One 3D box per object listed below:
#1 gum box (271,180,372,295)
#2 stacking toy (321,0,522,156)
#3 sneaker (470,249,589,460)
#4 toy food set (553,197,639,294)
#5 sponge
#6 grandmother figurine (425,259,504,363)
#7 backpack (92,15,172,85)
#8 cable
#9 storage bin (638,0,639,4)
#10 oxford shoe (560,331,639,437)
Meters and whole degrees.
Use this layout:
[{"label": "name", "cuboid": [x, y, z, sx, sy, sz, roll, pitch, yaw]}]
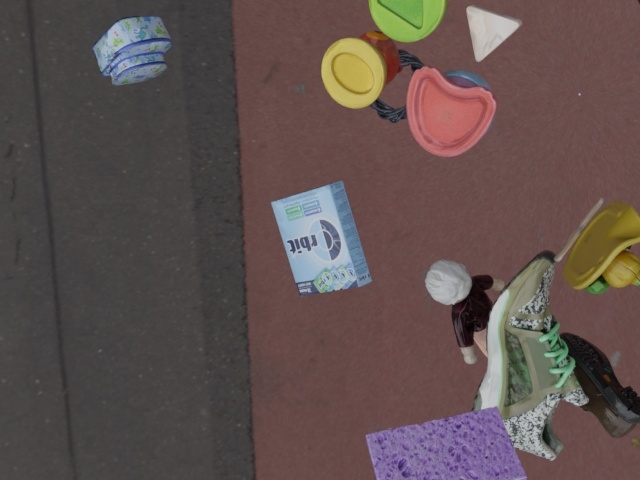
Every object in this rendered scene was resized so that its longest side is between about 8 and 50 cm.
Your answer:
[{"label": "gum box", "cuboid": [0.000, 0.000, 1.310, 0.157, 0.041, 0.184, -14, 94, 46]}, {"label": "stacking toy", "cuboid": [0.186, -0.314, 1.230, 0.309, 0.130, 0.279, 35, 127, 13]}, {"label": "sneaker", "cuboid": [0.392, 0.212, 1.283, 0.182, 0.158, 0.410, 20, 120, 32]}, {"label": "toy food set", "cuboid": [0.392, 0.017, 0.983, 0.071, 0.218, 0.128, 32, 103, 3]}, {"label": "sponge", "cuboid": [0.182, 0.322, 1.078, 0.210, 0.031, 0.117, -11, 53, -4]}, {"label": "grandmother figurine", "cuboid": [0.330, 0.160, 1.541, 0.104, 0.207, 0.342, -14, 135, 37]}, {"label": "backpack", "cuboid": [-0.290, -0.300, 1.158, 0.114, 0.105, 0.084, -26, 87, 51]}, {"label": "cable", "cuboid": [0.171, -0.340, 1.615, 0.150, 0.047, 0.184, -43, 55, 1]}, {"label": "storage bin", "cuboid": [0.610, -0.455, 1.194, 0.180, 0.122, 0.084, -23, 96, 47]}, {"label": "oxford shoe", "cuboid": [0.490, 0.261, 1.336, 0.083, 0.227, 0.096, 11, 124, -23]}]
